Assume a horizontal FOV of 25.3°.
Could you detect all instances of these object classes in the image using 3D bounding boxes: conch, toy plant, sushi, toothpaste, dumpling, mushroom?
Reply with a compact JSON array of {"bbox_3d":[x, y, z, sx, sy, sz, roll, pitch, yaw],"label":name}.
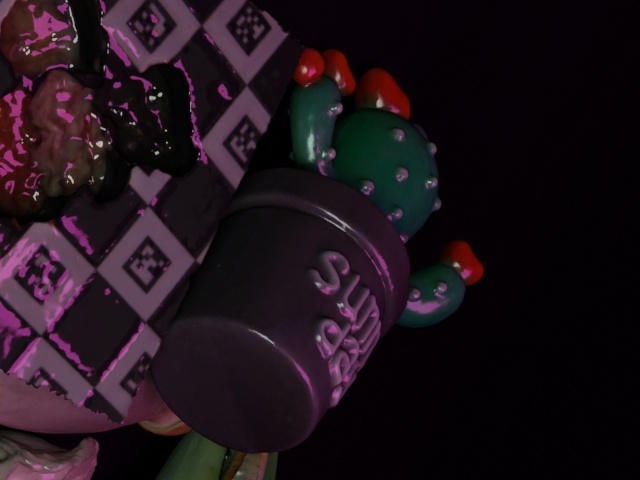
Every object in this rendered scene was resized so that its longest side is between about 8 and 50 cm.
[{"bbox_3d":[-0.098,0.244,1.396,0.143,0.137,0.251,2,116,-51],"label":"conch"},{"bbox_3d":[0.010,0.009,1.264,0.185,0.279,0.400,-42,-169,43],"label":"toy plant"},{"bbox_3d":[-0.199,-0.080,1.019,0.320,0.068,0.339,32,78,-40],"label":"sushi"},{"bbox_3d":[-0.125,-0.088,1.144,0.078,0.047,0.248,-24,124,-37],"label":"toothpaste"},{"bbox_3d":[-0.255,0.212,1.205,0.134,0.100,0.169,3,127,-54],"label":"dumpling"},{"bbox_3d":[-0.206,0.092,1.148,0.128,0.128,0.350,-58,150,5],"label":"mushroom"}]
